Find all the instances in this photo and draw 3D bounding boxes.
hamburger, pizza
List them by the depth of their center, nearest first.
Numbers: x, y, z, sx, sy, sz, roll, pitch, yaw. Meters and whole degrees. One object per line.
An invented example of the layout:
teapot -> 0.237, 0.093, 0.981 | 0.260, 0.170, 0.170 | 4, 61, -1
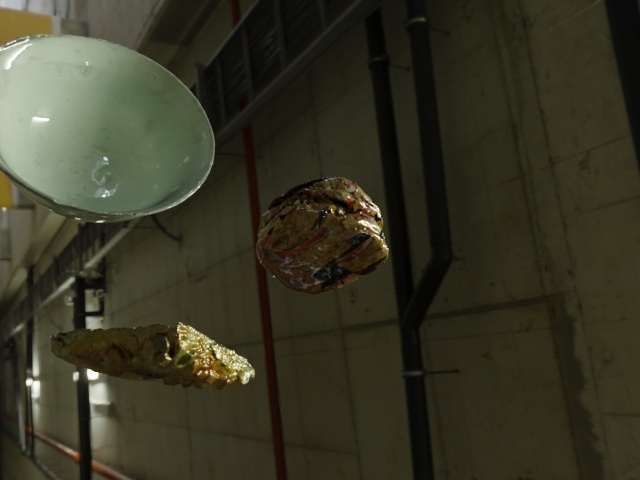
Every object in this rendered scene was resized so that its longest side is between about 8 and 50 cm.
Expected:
pizza -> -0.216, 0.164, 0.799 | 0.197, 0.292, 0.058 | -38, -137, 52
hamburger -> 0.000, 0.000, 0.985 | 0.231, 0.231, 0.106 | -54, -145, 43

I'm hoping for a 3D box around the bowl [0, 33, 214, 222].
bowl -> -0.321, -0.127, 0.815 | 0.146, 0.314, 0.313 | -47, -128, 45
